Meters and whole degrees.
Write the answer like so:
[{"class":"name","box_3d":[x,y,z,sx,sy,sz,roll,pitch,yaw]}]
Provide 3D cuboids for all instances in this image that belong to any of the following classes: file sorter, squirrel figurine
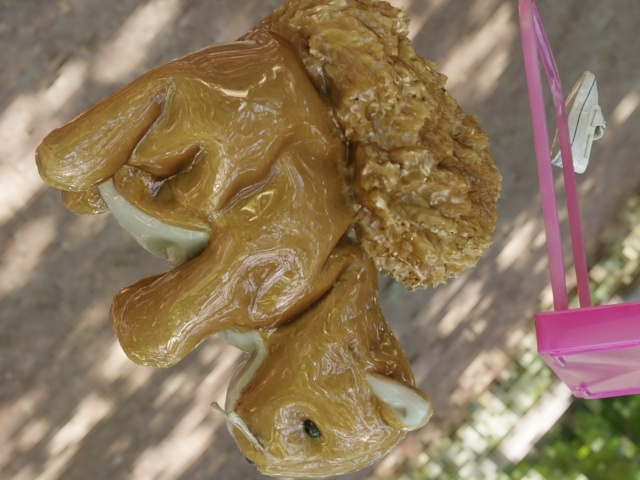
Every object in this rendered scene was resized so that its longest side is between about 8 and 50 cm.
[{"class":"file sorter","box_3d":[0.251,-0.037,0.894,0.291,0.182,0.202,-8,167,11]},{"class":"squirrel figurine","box_3d":[0.000,0.000,1.595,0.397,0.370,0.281,-34,177,-13]}]

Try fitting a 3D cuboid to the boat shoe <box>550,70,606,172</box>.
[{"class":"boat shoe","box_3d":[0.220,-0.098,1.531,0.035,0.035,0.100,-53,-167,53]}]
